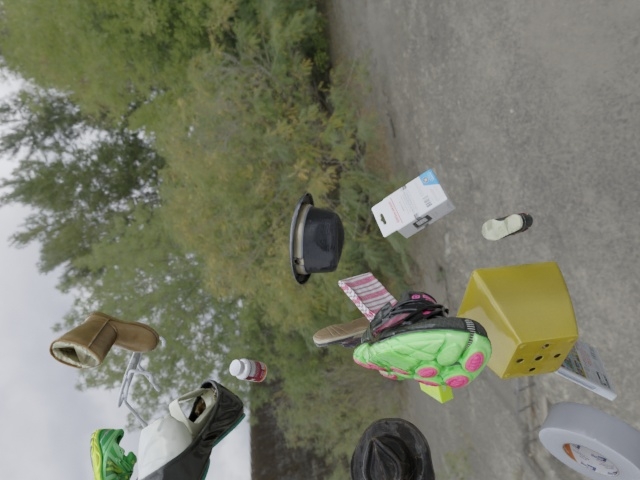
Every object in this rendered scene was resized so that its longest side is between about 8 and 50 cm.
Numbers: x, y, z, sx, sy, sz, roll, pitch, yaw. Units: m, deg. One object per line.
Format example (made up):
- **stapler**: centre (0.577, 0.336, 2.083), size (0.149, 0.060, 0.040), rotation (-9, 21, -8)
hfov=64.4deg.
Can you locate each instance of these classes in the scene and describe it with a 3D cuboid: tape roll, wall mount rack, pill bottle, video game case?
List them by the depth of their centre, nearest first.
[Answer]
- **tape roll**: centre (0.600, 0.449, 1.110), size (0.219, 0.072, 0.219), rotation (30, 153, 18)
- **video game case**: centre (0.671, 0.312, 1.375), size (0.026, 0.206, 0.227), rotation (-66, -6, 25)
- **wall mount rack**: centre (-0.703, 0.558, 2.019), size (0.350, 0.131, 0.304), rotation (-93, 19, -60)
- **pill bottle**: centre (-0.303, 0.542, 2.129), size (0.152, 0.086, 0.086), rotation (27, -143, -46)

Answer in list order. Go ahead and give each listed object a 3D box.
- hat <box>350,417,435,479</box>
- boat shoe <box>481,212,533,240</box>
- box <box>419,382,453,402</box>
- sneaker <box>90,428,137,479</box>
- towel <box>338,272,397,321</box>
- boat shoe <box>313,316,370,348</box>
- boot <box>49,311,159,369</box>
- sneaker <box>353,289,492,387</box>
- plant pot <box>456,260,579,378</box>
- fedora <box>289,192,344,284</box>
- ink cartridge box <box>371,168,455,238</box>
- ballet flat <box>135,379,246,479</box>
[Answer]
- **hat**: centre (0.209, 0.738, 1.671), size (0.134, 0.331, 0.331), rotation (45, -160, -44)
- **boat shoe**: centre (0.408, -0.029, 1.117), size (0.133, 0.042, 0.048), rotation (153, 110, -66)
- **box**: centre (0.304, 0.346, 1.407), size (0.109, 0.042, 0.178), rotation (13, 120, 69)
- **sneaker**: centre (-0.595, 0.676, 1.482), size (0.295, 0.124, 0.109), rotation (60, 145, 37)
- **towel**: centre (0.157, 0.167, 1.429), size (0.197, 0.144, 0.029), rotation (48, 125, 26)
- **boat shoe**: centre (0.108, 0.368, 1.947), size (0.103, 0.285, 0.092), rotation (26, 124, 58)
- **boot**: centre (-0.589, 0.294, 1.417), size (0.269, 0.236, 0.089), rotation (-139, 68, -79)
- **sneaker**: centre (0.198, 0.194, 1.098), size (0.202, 0.185, 0.483), rotation (-68, 10, -16)
- **plant pot**: centre (0.461, 0.195, 1.171), size (0.187, 0.212, 0.212), rotation (-104, 13, -47)
- **fedora**: centre (0.000, 0.000, 1.783), size (0.334, 0.153, 0.334), rotation (6, -90, -78)
- **ink cartridge box**: centre (0.229, -0.081, 1.266), size (0.060, 0.180, 0.104), rotation (32, -148, -50)
- **ballet flat**: centre (-0.185, 0.268, 0.677), size (0.096, 0.095, 0.280), rotation (55, -170, -2)
